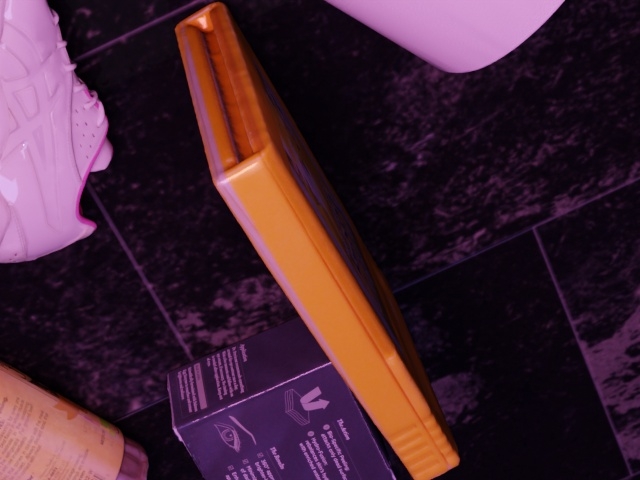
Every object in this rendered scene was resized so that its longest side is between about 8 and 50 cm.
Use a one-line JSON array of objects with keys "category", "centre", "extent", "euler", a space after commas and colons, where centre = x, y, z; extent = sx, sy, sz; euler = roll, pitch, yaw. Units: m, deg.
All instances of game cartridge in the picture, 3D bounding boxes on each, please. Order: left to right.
[{"category": "game cartridge", "centre": [0.000, 0.000, 1.096], "extent": [0.052, 0.285, 0.324], "euler": [-30, 121, 6]}]

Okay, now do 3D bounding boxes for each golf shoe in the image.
[{"category": "golf shoe", "centre": [-0.227, -0.119, 1.098], "extent": [0.140, 0.115, 0.306], "euler": [-4, 123, -27]}]

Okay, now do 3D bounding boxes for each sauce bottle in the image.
[{"category": "sauce bottle", "centre": [-0.307, 0.145, 1.215], "extent": [0.344, 0.111, 0.111], "euler": [37, 106, -28]}]

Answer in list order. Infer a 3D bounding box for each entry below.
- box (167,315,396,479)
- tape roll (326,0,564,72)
[{"category": "box", "centre": [-0.036, 0.170, 1.297], "extent": [0.158, 0.093, 0.156], "euler": [-23, 121, 3]}, {"category": "tape roll", "centre": [0.082, -0.261, 0.989], "extent": [0.169, 0.246, 0.246], "euler": [28, 110, -25]}]
